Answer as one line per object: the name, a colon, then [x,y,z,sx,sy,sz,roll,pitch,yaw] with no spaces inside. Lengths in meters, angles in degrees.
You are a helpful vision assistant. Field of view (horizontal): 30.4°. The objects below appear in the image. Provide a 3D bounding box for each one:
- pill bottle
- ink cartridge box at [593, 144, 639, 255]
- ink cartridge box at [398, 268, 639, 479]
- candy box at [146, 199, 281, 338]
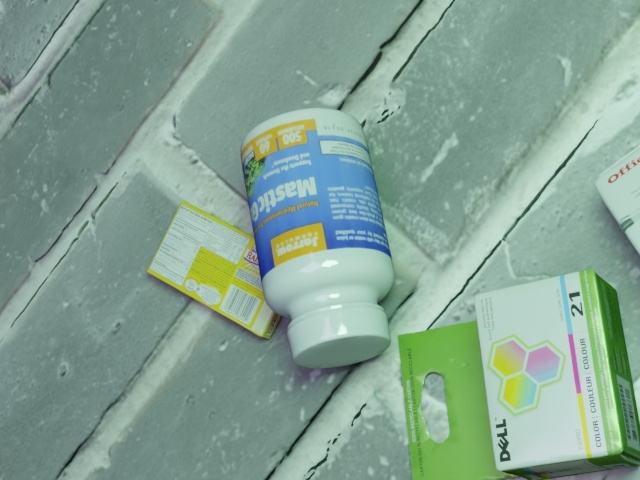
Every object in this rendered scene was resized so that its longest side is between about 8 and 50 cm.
pill bottle: [0.000,0.000,1.344,0.152,0.152,0.272,-21,65,23]
ink cartridge box: [0.368,-0.029,1.139,0.139,0.082,0.191,-38,28,15]
ink cartridge box: [0.188,0.154,1.225,0.255,0.097,0.189,-14,69,24]
candy box: [-0.121,0.034,1.476,0.205,0.027,0.105,27,87,32]
